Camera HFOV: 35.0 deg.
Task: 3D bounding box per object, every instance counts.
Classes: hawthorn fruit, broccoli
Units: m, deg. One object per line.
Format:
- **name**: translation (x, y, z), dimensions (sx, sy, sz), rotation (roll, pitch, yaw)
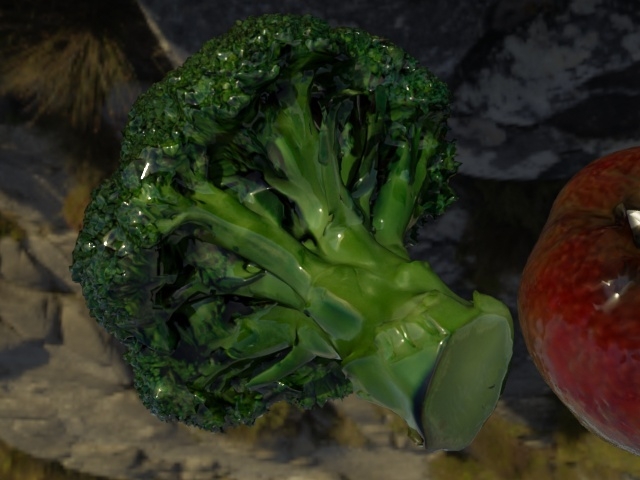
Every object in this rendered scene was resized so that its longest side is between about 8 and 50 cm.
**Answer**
- **hawthorn fruit**: translation (0.321, 0.080, 0.892), dimensions (0.284, 0.285, 0.369), rotation (-7, 146, 11)
- **broccoli**: translation (0.000, 0.000, 0.655), dimensions (0.297, 0.298, 0.297), rotation (29, 178, 39)
